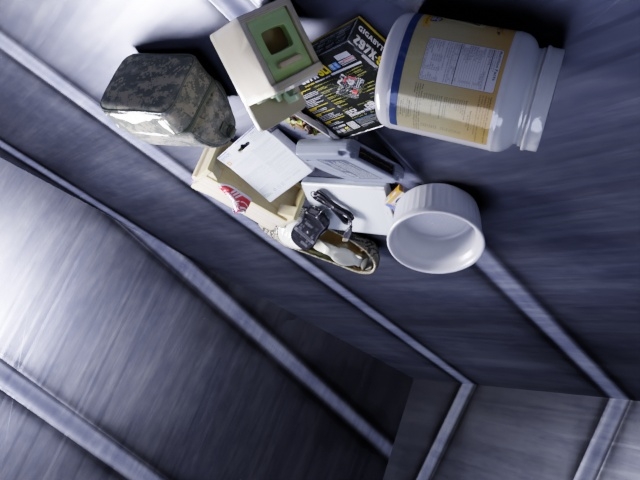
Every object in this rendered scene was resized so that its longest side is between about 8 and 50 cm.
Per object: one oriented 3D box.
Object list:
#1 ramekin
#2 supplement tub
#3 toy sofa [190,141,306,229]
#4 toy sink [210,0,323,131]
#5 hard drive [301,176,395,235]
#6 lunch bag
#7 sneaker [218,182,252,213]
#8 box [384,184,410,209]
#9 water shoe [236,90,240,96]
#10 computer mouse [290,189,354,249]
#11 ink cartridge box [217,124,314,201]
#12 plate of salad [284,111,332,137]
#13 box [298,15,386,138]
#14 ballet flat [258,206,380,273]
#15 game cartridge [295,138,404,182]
[{"bbox_3d":[0.337,-0.039,1.938,0.277,0.135,0.277,6,141,5],"label":"ramekin"},{"bbox_3d":[0.284,-0.299,1.280,0.316,0.228,0.228,16,160,14],"label":"supplement tub"},{"bbox_3d":[-0.235,-0.187,2.206,0.362,0.150,0.177,29,156,-23],"label":"toy sofa"},{"bbox_3d":[-0.099,-0.376,1.433,0.131,0.153,0.234,-6,115,53],"label":"toy sink"},{"bbox_3d":[0.102,-0.111,2.148,0.307,0.040,0.203,7,136,33],"label":"hard drive"},{"bbox_3d":[-0.410,-0.362,1.836,0.305,0.213,0.256,9,156,32],"label":"lunch bag"},{"bbox_3d":[-0.275,-0.129,2.089,0.118,0.067,0.042,29,154,-21],"label":"sneaker"},{"bbox_3d":[0.269,-0.108,1.999,0.136,0.028,0.081,27,138,-15],"label":"box"},{"bbox_3d":[-0.151,-0.413,1.682,0.080,0.073,0.203,8,172,-22],"label":"water shoe"},{"bbox_3d":[0.015,-0.046,2.210,0.184,0.060,0.262,35,133,6],"label":"computer mouse"},{"bbox_3d":[-0.164,-0.244,2.026,0.224,0.045,0.223,40,134,-21],"label":"ink cartridge box"},{"bbox_3d":[-0.057,-0.314,1.744,0.200,0.048,0.200,33,-172,-5],"label":"plate of salad"},{"bbox_3d":[0.066,-0.364,1.554,0.257,0.079,0.322,35,156,-28],"label":"box"},{"bbox_3d":[0.000,0.000,2.416,0.482,0.164,0.182,22,-162,-9],"label":"ballet flat"},{"bbox_3d":[0.077,-0.220,1.845,0.198,0.062,0.297,11,176,37],"label":"game cartridge"}]
